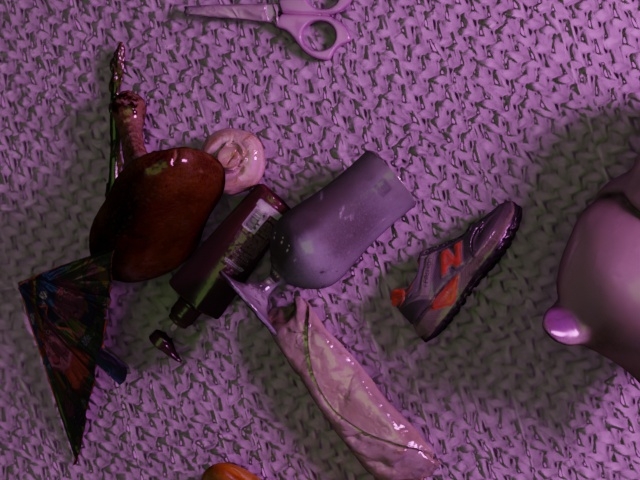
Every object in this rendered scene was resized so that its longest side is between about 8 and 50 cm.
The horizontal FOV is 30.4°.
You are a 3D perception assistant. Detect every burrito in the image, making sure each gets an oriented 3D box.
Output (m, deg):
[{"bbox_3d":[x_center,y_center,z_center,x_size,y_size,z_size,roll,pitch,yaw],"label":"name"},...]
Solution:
[{"bbox_3d":[0.034,0.181,1.404,0.082,0.059,0.275,-39,81,11],"label":"burrito"}]

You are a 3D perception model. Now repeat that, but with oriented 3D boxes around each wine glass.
[{"bbox_3d":[0.000,0.000,1.379,0.231,0.103,0.103,-40,82,-5],"label":"wine glass"}]

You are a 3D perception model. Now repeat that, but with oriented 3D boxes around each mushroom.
[{"bbox_3d":[-0.108,-0.097,1.434,0.084,0.067,0.083,-1,82,6],"label":"mushroom"},{"bbox_3d":[-0.217,-0.080,1.433,0.227,0.148,0.217,-52,48,34],"label":"mushroom"}]

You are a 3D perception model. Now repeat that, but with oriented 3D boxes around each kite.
[{"bbox_3d":[-0.313,0.116,1.446,0.234,0.016,0.321,34,121,32],"label":"kite"}]

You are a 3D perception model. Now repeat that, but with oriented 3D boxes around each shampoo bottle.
[{"bbox_3d":[-0.124,0.039,1.435,0.068,0.067,0.236,42,96,19],"label":"shampoo bottle"}]

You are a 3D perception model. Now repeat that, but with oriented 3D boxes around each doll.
[{"bbox_3d":[0.406,-0.025,1.276,0.215,0.226,0.370,33,105,-21],"label":"doll"}]

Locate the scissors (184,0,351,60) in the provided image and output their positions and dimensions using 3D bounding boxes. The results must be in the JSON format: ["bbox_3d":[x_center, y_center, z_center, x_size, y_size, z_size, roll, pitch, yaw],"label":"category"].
[{"bbox_3d":[-0.065,-0.280,1.456,0.212,0.021,0.110,4,92,10],"label":"scissors"}]

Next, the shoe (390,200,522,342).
[{"bbox_3d":[0.158,0.024,1.384,0.077,0.074,0.194,38,97,14],"label":"shoe"}]

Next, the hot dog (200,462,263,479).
[{"bbox_3d":[-0.045,0.357,1.408,0.250,0.068,0.100,35,107,11],"label":"hot dog"}]

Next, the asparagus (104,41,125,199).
[{"bbox_3d":[-0.258,-0.134,1.485,0.023,0.022,0.232,1,89,25],"label":"asparagus"}]
